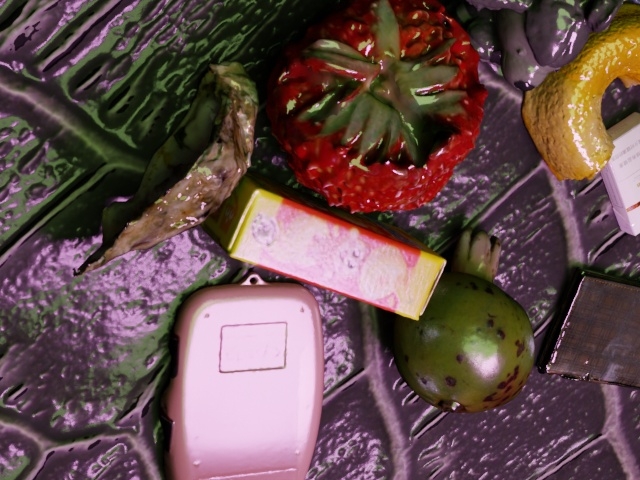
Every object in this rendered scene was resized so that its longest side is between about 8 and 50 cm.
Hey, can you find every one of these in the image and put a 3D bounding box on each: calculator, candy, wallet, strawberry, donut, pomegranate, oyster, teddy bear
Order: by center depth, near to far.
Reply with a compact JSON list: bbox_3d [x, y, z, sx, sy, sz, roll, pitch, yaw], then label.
[{"bbox_3d":[-0.168,-0.065,1.272,0.294,0.166,0.094,-45,124,10],"label":"oyster"},{"bbox_3d":[0.064,-0.148,1.308,0.261,0.257,0.261,2,80,-10],"label":"strawberry"},{"bbox_3d":[0.226,-0.257,1.325,0.171,0.251,0.144,17,99,-13],"label":"teddy bear"},{"bbox_3d":[0.000,0.000,1.354,0.276,0.146,0.088,21,98,-26],"label":"candy"},{"bbox_3d":[-0.096,0.200,1.434,0.220,0.048,0.330,-2,106,-21],"label":"calculator"},{"bbox_3d":[0.190,0.106,1.461,0.202,0.202,0.248,27,68,-28],"label":"pomegranate"},{"bbox_3d":[0.358,-0.211,1.470,0.152,0.101,0.259,34,97,-24],"label":"donut"},{"bbox_3d":[0.478,0.143,1.665,0.317,0.044,0.169,12,106,-25],"label":"wallet"}]

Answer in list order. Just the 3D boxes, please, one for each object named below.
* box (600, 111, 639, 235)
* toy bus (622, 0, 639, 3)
[{"bbox_3d":[0.441,-0.092,1.572,0.084,0.040,0.154,-34,118,-13],"label":"box"},{"bbox_3d":[0.433,-0.373,1.445,0.182,0.091,0.103,-19,113,-14],"label":"toy bus"}]
